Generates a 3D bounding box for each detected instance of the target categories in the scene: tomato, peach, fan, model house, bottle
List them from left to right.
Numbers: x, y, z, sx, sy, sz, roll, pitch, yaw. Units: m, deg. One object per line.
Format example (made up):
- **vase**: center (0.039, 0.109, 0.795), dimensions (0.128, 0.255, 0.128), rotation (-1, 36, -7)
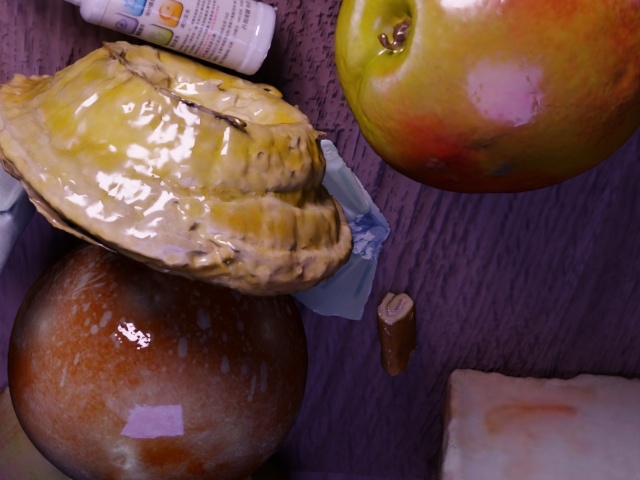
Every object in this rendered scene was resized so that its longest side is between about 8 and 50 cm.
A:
- **bottle**: center (-0.141, -0.183, 1.011), dimensions (0.217, 0.060, 0.060), rotation (17, 133, -20)
- **tomato**: center (-0.146, 0.127, 1.214), dimensions (0.270, 0.222, 0.270), rotation (1, 133, 1)
- **fan**: center (0.000, 0.000, 1.242), dimensions (0.131, 0.009, 0.240), rotation (-6, 136, 7)
- **peach**: center (0.127, -0.137, 0.962), dimensions (0.231, 0.231, 0.231), rotation (-1, 136, -1)
- **model house**: center (0.256, 0.309, 1.398), dimensions (0.312, 0.245, 0.280), rotation (6, 128, 1)

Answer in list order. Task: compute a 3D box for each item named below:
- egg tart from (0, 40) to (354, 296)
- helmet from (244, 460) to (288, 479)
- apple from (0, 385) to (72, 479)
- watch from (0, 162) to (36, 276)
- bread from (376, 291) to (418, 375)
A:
- **egg tart**: center (-0.100, -0.070, 1.001), dimensions (0.290, 0.290, 0.115), rotation (19, 109, -21)
- **helmet**: center (-0.083, 0.314, 1.459), dimensions (0.205, 0.256, 0.140), rotation (3, -175, 43)
- **apple**: center (-0.275, 0.241, 1.403), dimensions (0.193, 0.120, 0.265), rotation (36, 125, -17)
- **watch**: center (-0.346, 0.004, 1.064), dimensions (0.253, 0.241, 0.161), rotation (-24, 130, 20)
- **bread**: center (0.073, 0.090, 1.313), dimensions (0.036, 0.047, 0.083), rotation (18, 139, 23)
